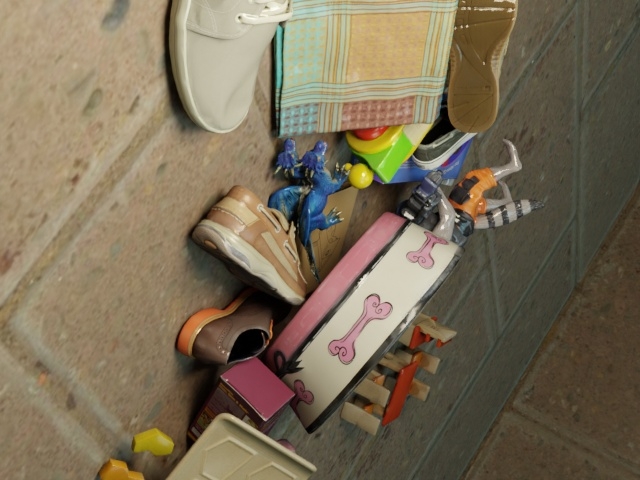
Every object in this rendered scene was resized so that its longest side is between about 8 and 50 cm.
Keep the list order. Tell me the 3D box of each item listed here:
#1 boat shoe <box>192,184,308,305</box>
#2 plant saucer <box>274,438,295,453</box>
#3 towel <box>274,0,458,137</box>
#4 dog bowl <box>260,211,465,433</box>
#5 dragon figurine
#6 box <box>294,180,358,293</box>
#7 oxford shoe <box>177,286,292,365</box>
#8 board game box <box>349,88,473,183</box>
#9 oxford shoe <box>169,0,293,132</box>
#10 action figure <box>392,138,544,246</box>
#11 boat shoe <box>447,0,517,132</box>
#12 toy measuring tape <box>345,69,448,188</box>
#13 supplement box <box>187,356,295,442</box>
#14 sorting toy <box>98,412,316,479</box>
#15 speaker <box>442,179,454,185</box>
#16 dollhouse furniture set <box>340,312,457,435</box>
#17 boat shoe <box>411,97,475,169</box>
[{"bbox_3d":[-0.080,0.012,1.772,0.116,0.123,0.324,-62,158,-9],"label":"boat shoe"},{"bbox_3d":[-0.151,0.493,2.029,0.332,0.084,0.332,-43,167,-13],"label":"plant saucer"},{"bbox_3d":[0.066,-0.308,1.645,0.271,0.040,0.370,-7,133,-11],"label":"towel"},{"bbox_3d":[0.059,0.124,1.954,0.408,0.150,0.408,-49,178,-3],"label":"dog bowl"},{"bbox_3d":[-0.030,-0.049,1.848,0.144,0.085,0.289,-30,141,-50],"label":"dragon figurine"},{"bbox_3d":[0.000,0.000,2.037,0.164,0.021,0.201,-25,135,-55],"label":"box"},{"bbox_3d":[-0.113,0.146,1.860,0.271,0.098,0.097,-25,135,-55],"label":"oxford shoe"},{"bbox_3d":[0.197,-0.229,2.133,0.347,0.078,0.233,-8,121,-61],"label":"board game box"},{"bbox_3d":[-0.084,-0.325,1.417,0.169,0.130,0.450,-33,143,-51],"label":"oxford shoe"},{"bbox_3d":[0.251,-0.043,2.162,0.330,0.178,0.341,-38,172,-11],"label":"action figure"},{"bbox_3d":[0.249,-0.324,1.828,0.098,0.109,0.302,-80,172,-58],"label":"boat shoe"},{"bbox_3d":[0.135,-0.225,1.915,0.330,0.121,0.121,-56,155,-11],"label":"toy measuring tape"},{"bbox_3d":[-0.132,0.284,1.886,0.081,0.104,0.188,-36,165,-43],"label":"supplement box"},{"bbox_3d":[-0.182,0.371,1.813,0.307,0.041,0.229,37,97,-31],"label":"sorting toy"},{"bbox_3d":[0.265,-0.181,2.345,0.055,0.055,0.136,-14,127,-59],"label":"speaker"},{"bbox_3d":[0.192,0.294,2.574,0.262,0.135,0.259,-19,131,-57],"label":"dollhouse furniture set"},{"bbox_3d":[0.239,-0.216,2.039,0.219,0.077,0.070,-49,153,-26],"label":"boat shoe"}]
